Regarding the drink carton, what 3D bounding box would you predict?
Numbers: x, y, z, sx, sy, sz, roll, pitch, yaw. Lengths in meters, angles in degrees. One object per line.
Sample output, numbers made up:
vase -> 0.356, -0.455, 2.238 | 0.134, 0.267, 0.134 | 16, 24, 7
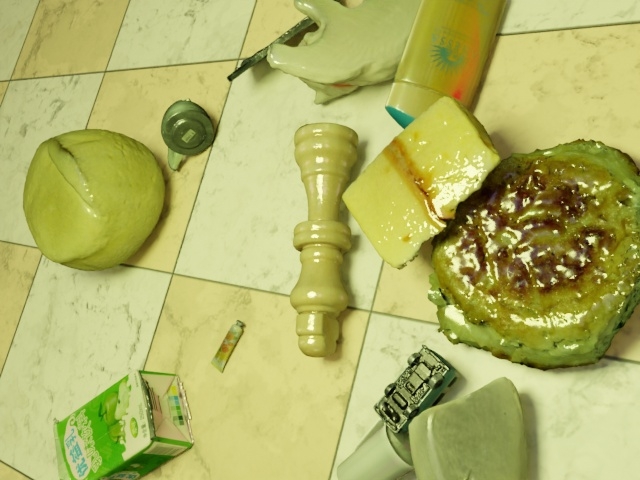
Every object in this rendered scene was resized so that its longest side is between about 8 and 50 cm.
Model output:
drink carton -> -0.381, 0.366, 1.290 | 0.271, 0.108, 0.161 | -35, 56, 20

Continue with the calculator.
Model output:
calculator -> -0.074, -0.408, 1.365 | 0.261, 0.021, 0.161 | -29, 18, 25

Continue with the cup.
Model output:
cup -> 0.083, 0.317, 1.007 | 0.116, 0.074, 0.104 | -43, 29, 21

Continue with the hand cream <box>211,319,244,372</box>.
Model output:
hand cream -> -0.172, 0.196, 1.263 | 0.035, 0.022, 0.102 | 33, 97, 31

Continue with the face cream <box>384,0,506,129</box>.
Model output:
face cream -> 0.205, -0.298, 1.120 | 0.139, 0.067, 0.285 | 20, 84, -6

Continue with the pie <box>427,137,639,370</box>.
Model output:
pie -> 0.302, 0.015, 0.936 | 0.288, 0.103, 0.355 | 38, 96, 37

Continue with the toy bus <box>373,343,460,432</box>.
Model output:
toy bus -> 0.143, 0.220, 0.989 | 0.123, 0.075, 0.060 | -53, 51, 8

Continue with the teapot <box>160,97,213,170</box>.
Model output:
teapot -> -0.291, -0.242, 1.483 | 0.111, 0.149, 0.108 | -11, 41, -9

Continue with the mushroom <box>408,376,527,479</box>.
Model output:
mushroom -> 0.213, 0.352, 0.860 | 0.159, 0.122, 0.329 | -31, 57, 33

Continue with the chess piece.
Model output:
chess piece -> 0.000, 0.000, 1.158 | 0.117, 0.117, 0.398 | -8, 70, 33

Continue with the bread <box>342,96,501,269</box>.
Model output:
bread -> 0.171, -0.067, 1.018 | 0.240, 0.135, 0.178 | -46, 50, 23

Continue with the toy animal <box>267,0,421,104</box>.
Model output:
toy animal -> 0.084, -0.383, 1.233 | 0.266, 0.188, 0.308 | 13, 74, 14

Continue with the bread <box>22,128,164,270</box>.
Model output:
bread -> -0.489, -0.093, 1.475 | 0.320, 0.237, 0.321 | -8, 79, 45
